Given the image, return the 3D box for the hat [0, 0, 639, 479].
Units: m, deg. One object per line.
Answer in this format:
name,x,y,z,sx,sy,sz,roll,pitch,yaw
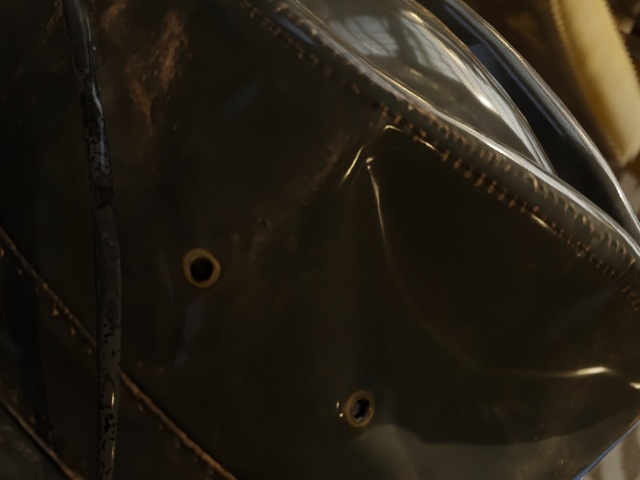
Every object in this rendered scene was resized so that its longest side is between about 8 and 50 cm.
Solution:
hat,0.000,0.000,0.390,0.134,0.331,0.331,-39,152,13
